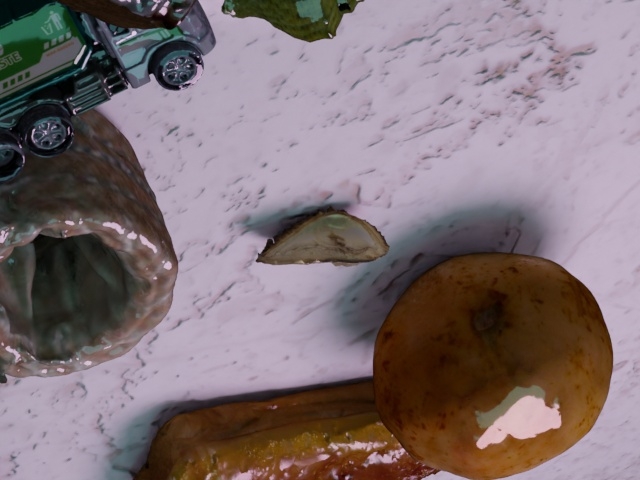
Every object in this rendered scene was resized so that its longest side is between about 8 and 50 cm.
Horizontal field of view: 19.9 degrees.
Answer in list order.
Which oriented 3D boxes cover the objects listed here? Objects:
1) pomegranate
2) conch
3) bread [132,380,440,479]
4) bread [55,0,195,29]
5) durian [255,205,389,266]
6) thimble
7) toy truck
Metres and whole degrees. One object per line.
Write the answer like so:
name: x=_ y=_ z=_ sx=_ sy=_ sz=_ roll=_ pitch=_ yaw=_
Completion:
pomegranate: x=0.174 y=0.127 z=1.829 sx=0.248 sy=0.248 sz=0.248 roll=-17 pitch=145 yaw=-13
conch: x=-0.018 y=-0.200 z=1.429 sx=0.121 sy=0.074 sz=0.089 roll=-1 pitch=109 yaw=-6
bread: x=-0.011 y=0.244 z=1.965 sx=0.380 sy=0.109 sz=0.185 roll=-7 pitch=141 yaw=-28
bread: x=-0.228 y=-0.262 z=1.104 sx=0.113 sy=0.165 sz=0.416 roll=5 pitch=171 yaw=44
durian: x=-0.001 y=0.009 z=1.699 sx=0.130 sy=0.066 sz=0.052 roll=-3 pitch=140 yaw=-15
thimble: x=-0.222 y=0.001 z=1.475 sx=0.196 sy=0.148 sz=0.229 roll=-15 pitch=146 yaw=-16
toy truck: x=-0.212 y=-0.138 z=1.337 sx=0.253 sy=0.114 sz=0.124 roll=-27 pitch=135 yaw=1
